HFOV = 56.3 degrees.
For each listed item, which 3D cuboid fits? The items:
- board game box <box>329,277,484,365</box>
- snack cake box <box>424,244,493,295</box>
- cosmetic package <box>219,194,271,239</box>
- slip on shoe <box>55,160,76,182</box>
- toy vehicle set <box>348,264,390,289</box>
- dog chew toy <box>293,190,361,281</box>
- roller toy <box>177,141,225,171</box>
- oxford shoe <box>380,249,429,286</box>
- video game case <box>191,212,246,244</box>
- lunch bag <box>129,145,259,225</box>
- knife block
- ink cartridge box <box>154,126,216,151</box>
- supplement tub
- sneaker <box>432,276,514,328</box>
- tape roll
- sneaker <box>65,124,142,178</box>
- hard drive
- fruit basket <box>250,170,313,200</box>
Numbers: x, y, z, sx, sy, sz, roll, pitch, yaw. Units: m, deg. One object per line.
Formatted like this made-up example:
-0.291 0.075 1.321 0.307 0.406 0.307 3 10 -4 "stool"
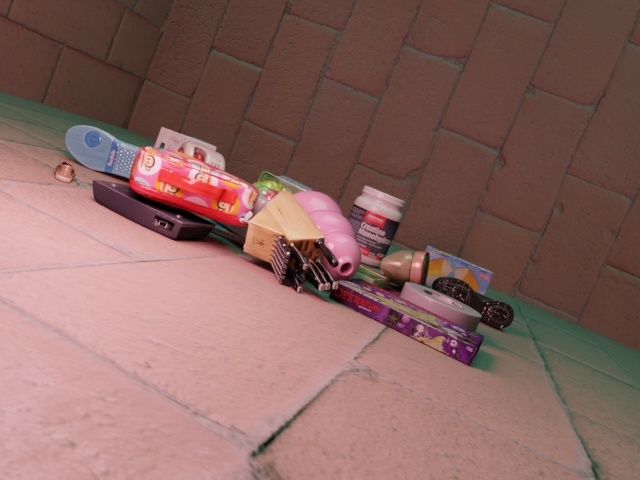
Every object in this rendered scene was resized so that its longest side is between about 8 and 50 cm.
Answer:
0.208 0.181 1.410 0.346 0.056 0.208 24 2 18 "board game box"
0.507 0.140 2.301 0.264 0.152 0.089 22 7 0 "snack cake box"
-0.205 -0.078 1.612 0.085 0.117 0.231 18 6 -44 "cosmetic package"
-0.638 -0.178 1.498 0.051 0.041 0.135 20 7 -21 "slip on shoe"
0.066 0.079 1.806 0.266 0.035 0.166 25 7 23 "toy vehicle set"
0.000 0.000 1.564 0.206 0.207 0.332 19 15 -31 "dog chew toy"
-0.382 -0.195 1.847 0.146 0.191 0.209 20 6 -26 "roller toy"
0.279 0.090 1.964 0.146 0.141 0.397 8 -10 13 "oxford shoe"
-0.280 -0.042 1.680 0.183 0.023 0.201 22 7 1 "video game case"
-0.290 -0.127 1.389 0.293 0.120 0.258 19 4 -20 "lunch bag"
-0.041 0.006 1.393 0.242 0.088 0.276 22 31 9 "knife block"
-0.550 -0.325 2.369 0.232 0.189 0.066 19 7 -24 "ink cartridge box"
0.193 -0.053 2.277 0.191 0.272 0.191 22 7 -3 "supplement tub"
0.497 0.210 2.004 0.286 0.109 0.130 29 -4 -3 "sneaker"
0.314 0.187 1.598 0.219 0.072 0.219 22 5 -2 "tape roll"
-0.630 -0.260 1.892 0.319 0.127 0.208 25 2 -5 "sneaker"
-0.389 -0.069 1.387 0.254 0.054 0.172 24 7 17 "hard drive"
-0.144 -0.136 2.036 0.327 0.165 0.353 27 6 14 "fruit basket"
